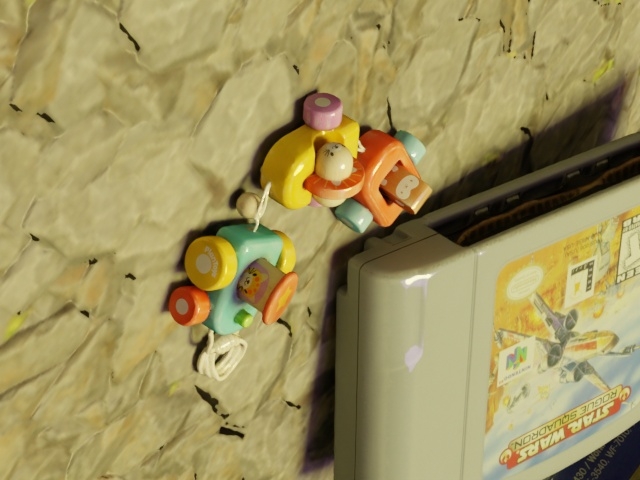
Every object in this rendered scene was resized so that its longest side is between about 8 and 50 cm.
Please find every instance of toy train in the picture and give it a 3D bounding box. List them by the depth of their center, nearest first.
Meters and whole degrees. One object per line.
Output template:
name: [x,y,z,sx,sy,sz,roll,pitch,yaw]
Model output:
toy train: [0.000,0.000,0.792,0.166,0.046,0.125,-50,150,-16]

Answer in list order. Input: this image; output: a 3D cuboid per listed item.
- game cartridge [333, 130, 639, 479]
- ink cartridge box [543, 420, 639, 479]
game cartridge: [0.137,0.051,0.974,0.297,0.062,0.198,-22,123,-32]
ink cartridge box: [0.266,0.179,1.351,0.303,0.072,0.307,-52,152,-11]
